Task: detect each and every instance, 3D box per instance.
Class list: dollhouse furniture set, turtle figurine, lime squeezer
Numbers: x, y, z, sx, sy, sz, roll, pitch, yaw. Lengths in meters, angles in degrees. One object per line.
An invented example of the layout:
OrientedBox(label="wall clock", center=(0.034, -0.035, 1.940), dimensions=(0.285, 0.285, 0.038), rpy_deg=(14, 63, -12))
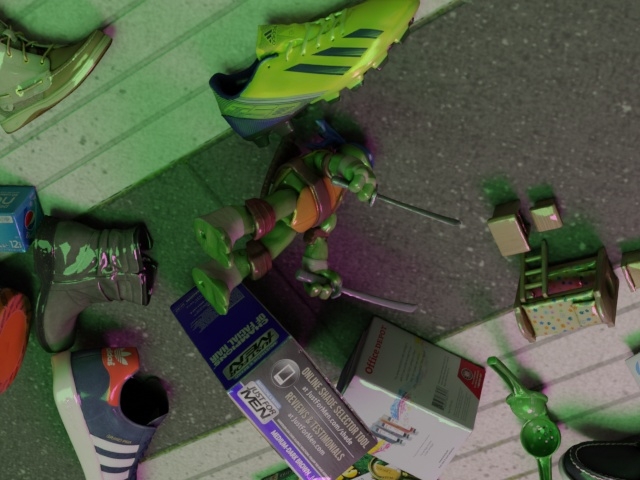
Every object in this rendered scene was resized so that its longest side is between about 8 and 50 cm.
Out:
OrientedBox(label="dollhouse furniture set", center=(0.313, 0.023, 1.576), dimensions=(0.182, 0.101, 0.161), rpy_deg=(-15, 120, 26))
OrientedBox(label="turtle figurine", center=(0.000, 0.000, 1.520), dimensions=(0.275, 0.266, 0.198), rpy_deg=(62, 153, -1))
OrientedBox(label="lime squeezer", center=(0.277, 0.254, 1.760), dimensions=(0.059, 0.110, 0.310), rpy_deg=(1, 123, 38))

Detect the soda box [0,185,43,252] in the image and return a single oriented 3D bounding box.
OrientedBox(label="soda box", center=(-0.495, -0.032, 1.806), dimensions=(0.210, 0.071, 0.067), rpy_deg=(2, 125, 16))

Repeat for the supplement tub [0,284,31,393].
OrientedBox(label="supplement tub", center=(-0.589, 0.112, 1.866), dimensions=(0.316, 0.193, 0.193), rpy_deg=(12, 128, 8))

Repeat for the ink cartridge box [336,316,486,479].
OrientedBox(label="ink cartridge box", center=(0.112, 0.215, 1.766), dimensions=(0.176, 0.128, 0.127), rpy_deg=(27, 129, -2))

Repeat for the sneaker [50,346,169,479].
OrientedBox(label="sneaker", center=(-0.290, 0.290, 1.958), dimensions=(0.148, 0.131, 0.350), rpy_deg=(-14, 136, -4))

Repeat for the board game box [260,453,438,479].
OrientedBox(label="board game box", center=(0.041, 0.373, 1.971), dimensions=(0.259, 0.030, 0.136), rpy_deg=(-29, 111, 32))

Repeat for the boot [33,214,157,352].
OrientedBox(label="boot", center=(-0.314, 0.076, 1.830), dimensions=(0.161, 0.083, 0.246), rpy_deg=(10, 129, 3))

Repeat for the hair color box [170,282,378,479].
OrientedBox(label="hair color box", center=(-0.069, 0.165, 1.660), dimensions=(0.110, 0.339, 0.185), rpy_deg=(-41, 112, -6))

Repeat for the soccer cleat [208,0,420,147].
OrientedBox(label="soccer cleat", center=(-0.014, -0.215, 1.508), dimensions=(0.289, 0.093, 0.121), rpy_deg=(-31, 106, 33))

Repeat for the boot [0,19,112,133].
OrientedBox(label="boot", center=(-0.373, -0.241, 1.611), dimensions=(0.213, 0.077, 0.165), rpy_deg=(-28, 112, 35))

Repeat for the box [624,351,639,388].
OrientedBox(label="box", center=(0.490, 0.200, 1.636), dimensions=(0.145, 0.038, 0.186), rpy_deg=(-34, 76, 34))

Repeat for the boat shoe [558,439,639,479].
OrientedBox(label="boat shoe", center=(0.473, 0.305, 1.739), dimensions=(0.302, 0.114, 0.091), rpy_deg=(8, 129, -4))
